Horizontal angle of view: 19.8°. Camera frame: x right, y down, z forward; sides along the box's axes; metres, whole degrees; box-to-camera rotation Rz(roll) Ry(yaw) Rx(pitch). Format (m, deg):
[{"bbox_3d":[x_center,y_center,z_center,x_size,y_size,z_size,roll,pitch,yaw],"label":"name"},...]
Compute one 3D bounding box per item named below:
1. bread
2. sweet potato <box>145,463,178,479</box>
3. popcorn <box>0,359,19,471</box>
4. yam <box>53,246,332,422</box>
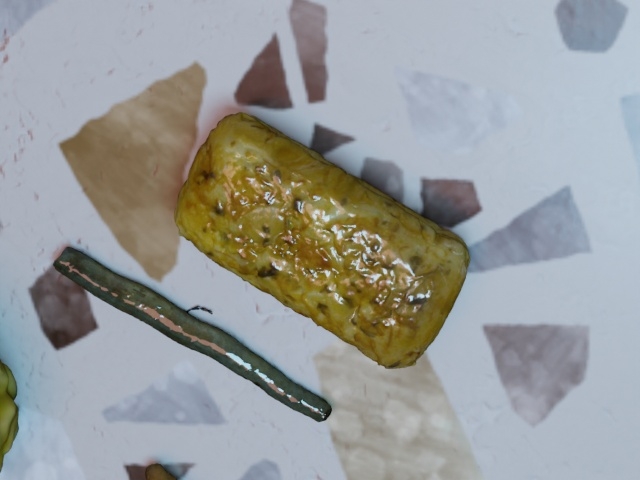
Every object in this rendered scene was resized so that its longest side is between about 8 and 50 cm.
[{"bbox_3d":[0.000,0.000,1.295,0.211,0.083,0.114,30,110,5],"label":"bread"},{"bbox_3d":[-0.091,0.263,1.382,0.055,0.058,0.202,-16,98,-7],"label":"sweet potato"},{"bbox_3d":[-0.352,0.113,1.340,0.250,0.190,0.250,6,115,12],"label":"popcorn"},{"bbox_3d":[-0.093,0.068,1.357,0.234,0.029,0.027,30,133,2],"label":"yam"}]
